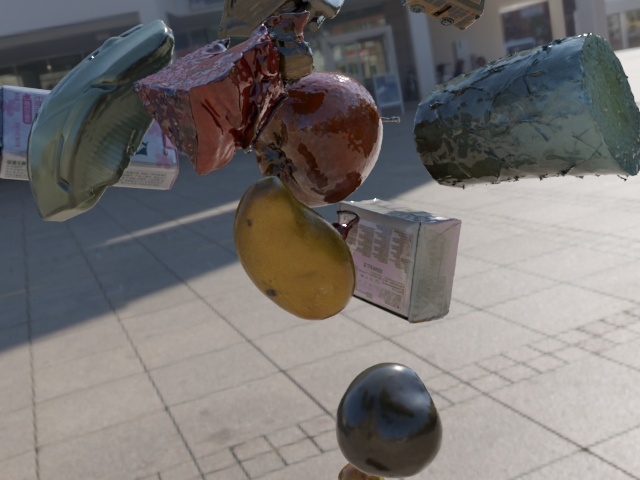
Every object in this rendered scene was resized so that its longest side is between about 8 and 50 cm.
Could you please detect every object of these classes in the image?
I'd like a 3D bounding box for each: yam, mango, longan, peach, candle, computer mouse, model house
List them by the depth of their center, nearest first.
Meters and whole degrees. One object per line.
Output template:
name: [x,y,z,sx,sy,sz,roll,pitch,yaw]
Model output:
model house: [-0.061,-0.366,1.085,0.188,0.122,0.229,-24,27,23]
mango: [-0.044,0.016,1.146,0.157,0.262,0.109,-30,21,5]
yam: [0.346,-0.200,1.218,0.348,0.241,0.241,-4,12,45]
candle: [0.000,0.000,1.272,0.162,0.053,0.048,-32,50,-5]
computer mouse: [-0.419,-0.239,1.331,0.228,0.429,0.145,10,-21,46]
longan: [0.145,0.379,1.553,0.246,0.246,0.215,-7,-17,16]
peach: [0.118,0.672,2.030,0.138,0.138,0.138,-10,11,2]

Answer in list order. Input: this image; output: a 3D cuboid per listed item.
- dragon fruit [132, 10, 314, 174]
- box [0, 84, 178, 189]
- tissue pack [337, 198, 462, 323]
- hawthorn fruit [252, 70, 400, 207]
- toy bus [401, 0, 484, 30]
dragon fruit: [-0.075,-0.147,0.698,0.122,0.092,0.192,4,41,38]
box: [-0.497,-0.212,1.545,0.369,0.190,0.112,3,-30,-26]
tissue pack: [0.136,0.031,1.361,0.124,0.185,0.225,-5,15,-37]
hawthorn fruit: [-0.006,-0.193,1.268,0.231,0.263,0.235,25,-12,6]
toy bus: [0.282,-0.552,1.642,0.182,0.091,0.103,14,-15,-27]
